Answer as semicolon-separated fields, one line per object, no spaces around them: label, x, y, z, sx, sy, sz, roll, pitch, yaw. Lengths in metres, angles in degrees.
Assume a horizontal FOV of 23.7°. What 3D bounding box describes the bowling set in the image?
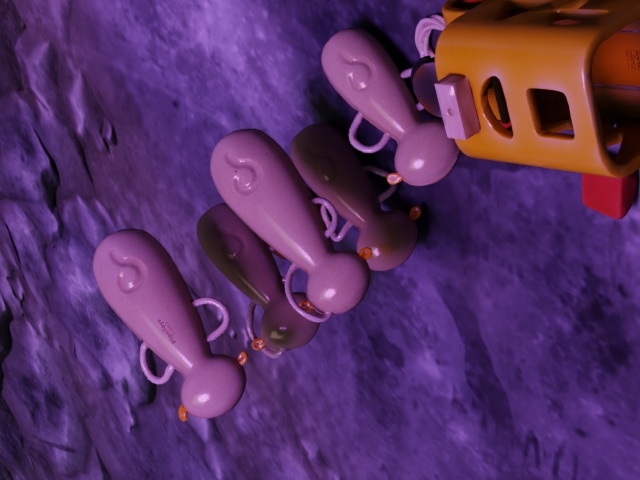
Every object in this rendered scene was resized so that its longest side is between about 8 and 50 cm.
bowling set;0.000;0.000;1.115;0.154;0.287;0.200;52;-169;20

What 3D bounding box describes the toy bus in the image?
toy bus;0.115;-0.097;0.904;0.191;0.104;0.202;47;146;15
